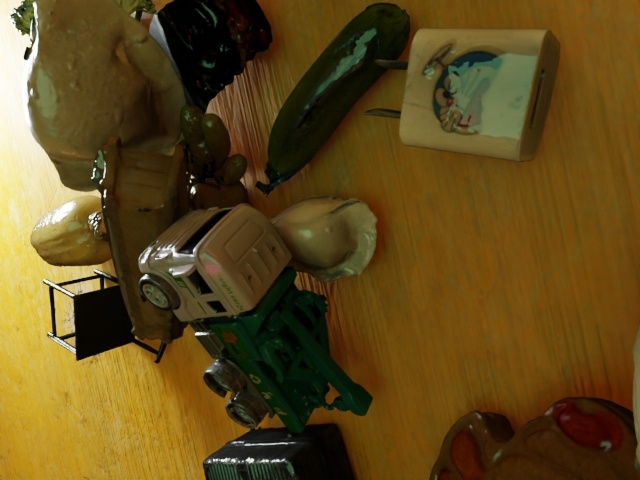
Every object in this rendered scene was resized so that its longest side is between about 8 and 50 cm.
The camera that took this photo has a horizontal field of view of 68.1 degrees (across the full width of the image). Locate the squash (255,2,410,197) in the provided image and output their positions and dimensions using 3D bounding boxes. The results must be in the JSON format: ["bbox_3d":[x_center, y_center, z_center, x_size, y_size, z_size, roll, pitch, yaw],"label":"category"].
[{"bbox_3d":[-0.001,-0.189,0.670,0.087,0.087,0.331,52,123,15],"label":"squash"}]

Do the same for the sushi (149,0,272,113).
[{"bbox_3d":[-0.160,-0.309,0.714,0.153,0.150,0.172,53,162,2],"label":"sushi"}]

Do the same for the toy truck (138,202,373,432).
[{"bbox_3d":[-0.081,0.119,0.676,0.178,0.176,0.363,-15,117,39],"label":"toy truck"}]

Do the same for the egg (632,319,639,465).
[{"bbox_3d":[0.388,0.099,0.337,0.278,0.278,0.336,49,118,17],"label":"egg"}]

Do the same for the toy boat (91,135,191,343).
[{"bbox_3d":[-0.277,0.020,0.792,0.135,0.162,0.446,5,134,-8],"label":"toy boat"}]

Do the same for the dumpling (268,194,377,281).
[{"bbox_3d":[0.000,0.000,0.696,0.187,0.108,0.127,-8,120,21],"label":"dumpling"}]

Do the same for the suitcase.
[{"bbox_3d":[-0.042,0.486,0.774,0.229,0.152,0.335,-19,87,34],"label":"suitcase"}]

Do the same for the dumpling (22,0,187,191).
[{"bbox_3d":[-0.312,-0.202,0.699,0.243,0.226,0.175,125,140,-59],"label":"dumpling"}]

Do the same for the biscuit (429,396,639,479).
[{"bbox_3d":[0.243,0.349,0.503,0.359,0.074,0.381,18,98,61],"label":"biscuit"}]

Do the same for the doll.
[{"bbox_3d":[-0.183,-0.110,0.761,0.137,0.097,0.210,12,136,19],"label":"doll"}]

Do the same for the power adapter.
[{"bbox_3d":[0.147,-0.169,0.545,0.204,0.125,0.130,14,107,31],"label":"power adapter"}]

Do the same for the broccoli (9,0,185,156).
[{"bbox_3d":[-0.351,-0.308,0.825,0.361,0.221,0.252,38,124,11],"label":"broccoli"}]

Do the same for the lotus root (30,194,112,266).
[{"bbox_3d":[-0.513,-0.016,1.016,0.303,0.131,0.146,-9,116,36],"label":"lotus root"}]

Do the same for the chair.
[{"bbox_3d":[-0.460,0.167,1.012,0.260,0.141,0.155,13,106,35],"label":"chair"}]
